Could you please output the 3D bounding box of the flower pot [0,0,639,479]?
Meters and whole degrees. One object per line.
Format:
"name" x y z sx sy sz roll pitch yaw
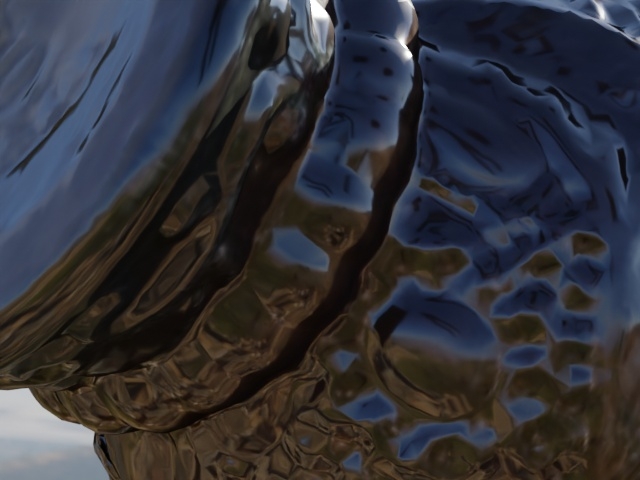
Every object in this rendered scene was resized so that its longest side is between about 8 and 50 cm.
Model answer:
"flower pot" 0.000 0.000 0.558 0.267 0.266 0.267 4 -19 47
